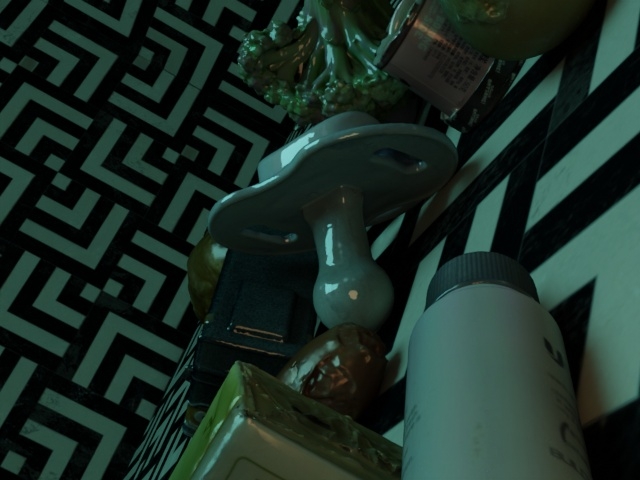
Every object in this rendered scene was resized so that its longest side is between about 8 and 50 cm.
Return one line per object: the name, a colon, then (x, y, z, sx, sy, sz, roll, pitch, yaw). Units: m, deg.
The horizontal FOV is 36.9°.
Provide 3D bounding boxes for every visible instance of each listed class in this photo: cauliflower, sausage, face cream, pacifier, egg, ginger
cauliflower: (0.025, -0.280, 1.238, 0.256, 0.239, 0.315, -46, -46, -56)
sausage: (-0.066, 0.239, 0.942, 0.094, 0.094, 0.419, -1, -47, -47)
face cream: (0.088, 0.088, 0.502, 0.092, 0.092, 0.311, -57, 10, 26)
pacifier: (0.026, -0.004, 1.006, 0.287, 0.238, 0.226, -24, 62, 32)
egg: (0.176, -0.262, 0.854, 0.164, 0.164, 0.201, -95, 10, -76)
ginger: (-0.117, 0.054, 1.442, 0.172, 0.165, 0.321, -21, -11, -1)

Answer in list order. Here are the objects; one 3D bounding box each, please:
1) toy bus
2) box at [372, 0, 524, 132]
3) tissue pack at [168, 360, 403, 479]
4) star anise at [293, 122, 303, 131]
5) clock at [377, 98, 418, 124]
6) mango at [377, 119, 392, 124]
toy bus: (-0.069, 0.102, 1.133, 0.275, 0.138, 0.167, -79, 3, -55)
box: (0.140, -0.214, 1.054, 0.151, 0.135, 0.151, -61, 7, 13)
tissue pack: (-0.038, 0.217, 0.596, 0.234, 0.159, 0.125, -61, 8, 5)
star anise: (0.056, -0.295, 1.713, 0.288, 0.088, 0.288, -27, -17, -9)
clock: (0.039, -0.139, 1.494, 0.295, 0.113, 0.322, -63, 9, -17)
mango: (0.067, -0.095, 1.228, 0.119, 0.100, 0.178, -62, 0, 11)
